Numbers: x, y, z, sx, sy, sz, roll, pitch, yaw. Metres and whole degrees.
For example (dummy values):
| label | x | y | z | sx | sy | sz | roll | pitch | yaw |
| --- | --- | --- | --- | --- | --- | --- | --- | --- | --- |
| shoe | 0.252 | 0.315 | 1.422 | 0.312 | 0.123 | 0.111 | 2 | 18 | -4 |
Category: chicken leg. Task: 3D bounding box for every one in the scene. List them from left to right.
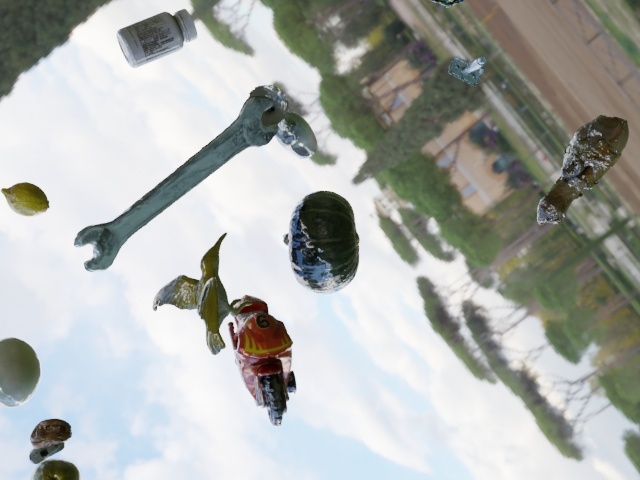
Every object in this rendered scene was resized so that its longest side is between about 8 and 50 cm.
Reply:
| label | x | y | z | sx | sy | sz | roll | pitch | yaw |
| --- | --- | --- | --- | --- | --- | --- | --- | --- | --- |
| chicken leg | 0.391 | -0.104 | 1.297 | 0.085 | 0.198 | 0.069 | 33 | 178 | 38 |

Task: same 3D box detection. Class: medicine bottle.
| label | x | y | z | sx | sy | sz | roll | pitch | yaw |
| --- | --- | --- | --- | --- | --- | --- | --- | --- | --- |
| medicine bottle | -0.310 | -0.387 | 1.630 | 0.079 | 0.140 | 0.079 | 55 | 162 | 27 |

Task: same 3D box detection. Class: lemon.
| label | x | y | z | sx | sy | sz | roll | pitch | yaw |
| --- | --- | --- | --- | --- | --- | --- | --- | --- | --- |
| lemon | -0.550 | -0.077 | 1.595 | 0.092 | 0.065 | 0.065 | 20 | -153 | -24 |

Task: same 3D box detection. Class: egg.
| label | x | y | z | sx | sy | sz | roll | pitch | yaw |
| --- | --- | --- | --- | --- | --- | --- | --- | --- | --- |
| egg | -0.770 | 0.329 | 2.124 | 0.151 | 0.151 | 0.209 | 39 | -170 | -41 |

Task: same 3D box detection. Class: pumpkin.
| label | x | y | z | sx | sy | sz | roll | pitch | yaw |
| --- | --- | --- | --- | --- | --- | --- | --- | --- | --- |
| pumpkin | 0.002 | 0.001 | 1.692 | 0.211 | 0.152 | 0.212 | 173 | 90 | -88 |

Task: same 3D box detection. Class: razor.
| label | x | y | z | sx | sy | sz | roll | pitch | yaw |
| --- | --- | --- | --- | --- | --- | --- | --- | --- | --- |
| razor | 0.301 | -0.342 | 1.677 | 0.068 | 0.040 | 0.135 | 26 | 178 | -6 |

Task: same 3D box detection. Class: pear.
| label | x | y | z | sx | sy | sz | roll | pitch | yaw |
| --- | --- | --- | --- | --- | --- | --- | --- | --- | --- |
| pear | -0.571 | 0.519 | 1.846 | 0.107 | 0.107 | 0.131 | 54 | 158 | 11 |

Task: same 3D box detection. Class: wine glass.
| label | x | y | z | sx | sy | sz | roll | pitch | yaw |
| --- | --- | --- | --- | --- | --- | --- | --- | --- | --- |
| wine glass | -0.054 | -0.186 | 1.417 | 0.074 | 0.074 | 0.262 | 54 | -175 | 14 |

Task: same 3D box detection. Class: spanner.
| label | x | y | z | sx | sy | sz | roll | pitch | yaw |
| --- | --- | --- | --- | --- | --- | --- | --- | --- | --- |
| spanner | -0.164 | -0.071 | 1.014 | 0.017 | 0.302 | 0.071 | 34 | 156 | 42 |

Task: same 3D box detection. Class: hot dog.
| label | x | y | z | sx | sy | sz | roll | pitch | yaw |
| --- | --- | --- | --- | --- | --- | --- | --- | --- | --- |
| hot dog | -0.541 | 0.388 | 1.716 | 0.058 | 0.083 | 0.035 | -108 | 7 | -47 |

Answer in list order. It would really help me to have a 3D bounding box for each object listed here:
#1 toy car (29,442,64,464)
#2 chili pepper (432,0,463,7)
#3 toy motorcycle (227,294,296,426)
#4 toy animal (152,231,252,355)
| label | x | y | z | sx | sy | sz | roll | pitch | yaw |
| --- | --- | --- | --- | --- | --- | --- | --- | --- | --- |
| toy car | -0.649 | 0.498 | 2.034 | 0.093 | 0.025 | 0.041 | -32 | -78 | -51 |
| chili pepper | 0.218 | -0.481 | 1.345 | 0.098 | 0.224 | 0.061 | 25 | -148 | 24 |
| toy motorcycle | -0.093 | 0.185 | 1.384 | 0.298 | 0.089 | 0.171 | -143 | 39 | -75 |
| toy animal | -0.147 | 0.072 | 1.199 | 0.095 | 0.155 | 0.219 | 42 | 155 | -27 |
